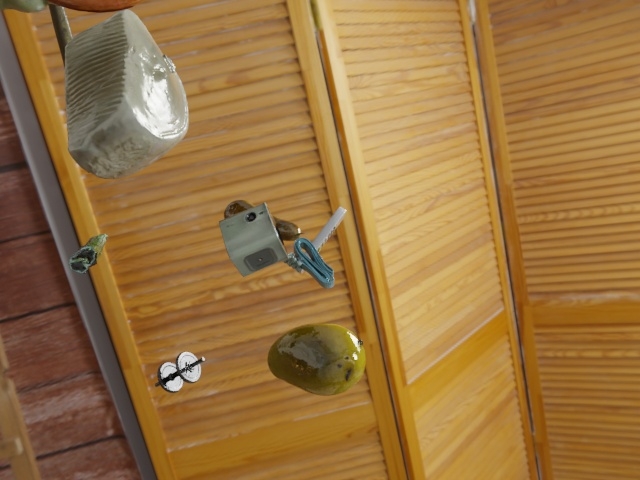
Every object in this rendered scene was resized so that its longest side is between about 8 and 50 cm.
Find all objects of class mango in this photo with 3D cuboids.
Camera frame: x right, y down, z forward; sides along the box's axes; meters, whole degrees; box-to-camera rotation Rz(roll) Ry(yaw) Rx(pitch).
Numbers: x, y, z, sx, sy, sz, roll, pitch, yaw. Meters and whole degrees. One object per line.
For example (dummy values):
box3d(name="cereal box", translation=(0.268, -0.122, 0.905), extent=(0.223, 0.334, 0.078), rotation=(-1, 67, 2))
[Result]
box3d(name="mango", translation=(-0.012, 0.174, 0.730), extent=(0.161, 0.103, 0.076), rotation=(-8, -8, 31))

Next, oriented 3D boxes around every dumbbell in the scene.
box3d(name="dumbbell", translation=(-0.299, 0.280, 1.051), extent=(0.147, 0.069, 0.069), rotation=(-30, 5, 22))

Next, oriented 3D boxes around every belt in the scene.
box3d(name="belt", translation=(-0.033, 0.075, 1.470), extent=(0.100, 0.179, 0.065), rotation=(-34, -25, -22))

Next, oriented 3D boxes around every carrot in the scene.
box3d(name="carrot", translation=(-0.118, -0.034, 1.078), extent=(0.078, 0.078, 0.298), rotation=(-20, 24, -33))

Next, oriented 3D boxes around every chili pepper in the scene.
box3d(name="chili pepper", translation=(-0.650, 0.019, 1.430), extent=(0.088, 0.059, 0.227), rotation=(-37, 20, 4))

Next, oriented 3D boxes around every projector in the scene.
box3d(name="projector", translation=(-0.107, -0.001, 0.800), extent=(0.082, 0.083, 0.083), rotation=(-23, 56, -1))

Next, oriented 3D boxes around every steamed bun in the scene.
box3d(name="steamed bun", translation=(-0.455, -0.329, 1.188), extent=(0.247, 0.383, 0.236), rotation=(-24, -27, 18))

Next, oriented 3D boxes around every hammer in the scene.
box3d(name="hammer", translation=(-0.675, -0.561, 1.294), extent=(0.169, 0.439, 0.044), rotation=(4, 33, 9))

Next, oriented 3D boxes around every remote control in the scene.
box3d(name="remote control", translation=(0.000, 0.000, 1.634), extent=(0.250, 0.034, 0.103), rotation=(-53, -5, -11))

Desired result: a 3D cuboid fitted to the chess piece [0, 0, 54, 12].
box3d(name="chess piece", translation=(-0.694, -0.499, 0.947), extent=(0.442, 0.234, 0.234), rotation=(-23, 13, -8))

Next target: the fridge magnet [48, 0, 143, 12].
box3d(name="fridge magnet", translation=(-0.367, -0.512, 0.699), extent=(0.155, 0.363, 0.364), rotation=(5, 20, 42))
